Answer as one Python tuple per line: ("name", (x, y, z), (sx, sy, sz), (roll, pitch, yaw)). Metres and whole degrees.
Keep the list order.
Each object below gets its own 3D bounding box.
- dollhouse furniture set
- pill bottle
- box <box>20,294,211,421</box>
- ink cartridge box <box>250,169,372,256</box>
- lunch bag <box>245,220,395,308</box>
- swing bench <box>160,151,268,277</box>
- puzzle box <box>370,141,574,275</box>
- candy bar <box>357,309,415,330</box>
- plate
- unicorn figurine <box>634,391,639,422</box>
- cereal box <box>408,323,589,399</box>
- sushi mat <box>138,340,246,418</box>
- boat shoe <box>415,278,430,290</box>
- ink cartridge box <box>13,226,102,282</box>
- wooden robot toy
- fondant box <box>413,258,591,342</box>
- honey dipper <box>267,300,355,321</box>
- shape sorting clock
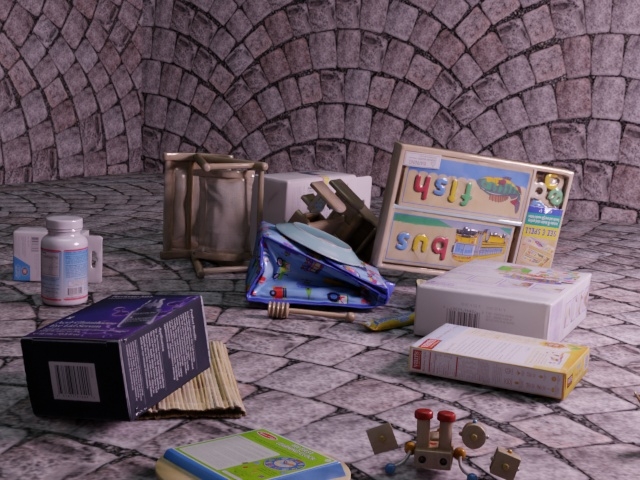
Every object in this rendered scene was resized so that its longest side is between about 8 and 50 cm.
("dollhouse furniture set", (0.037, -0.007, 2.095), (0.161, 0.212, 0.242), (48, 30, 19))
("pill bottle", (-0.480, 0.037, 1.760), (0.087, 0.160, 0.087), (3, 10, -1))
("box", (-0.262, 0.148, 1.235), (0.153, 0.108, 0.207), (-1, 12, 22))
("ink cartridge box", (-0.020, -0.066, 2.350), (0.119, 0.207, 0.353), (11, 12, 36))
("lunch bag", (0.005, 0.072, 1.880), (0.293, 0.138, 0.221), (14, 7, -7))
("swing bench", (-0.249, -0.065, 2.149), (0.165, 0.253, 0.254), (-3, 12, -30))
("puzzle box", (0.327, -0.049, 2.025), (0.409, 0.272, 0.052), (7, 14, -16))
("candy bar", (0.135, 0.146, 1.707), (0.161, 0.018, 0.040), (-8, 14, -43))
("plate", (0.000, 0.000, 1.862), (0.188, 0.024, 0.188), (25, 7, -3))
("unicorn figurine", (0.461, 0.245, 1.123), (0.162, 0.060, 0.111), (17, 6, -13))
("cereal box", (0.275, 0.182, 1.444), (0.240, 0.047, 0.173), (7, 10, 27))
("sushi mat", (-0.197, 0.193, 1.345), (0.151, 0.019, 0.316), (0, 10, -11))
("boat shoe", (0.215, 0.101, 1.899), (0.045, 0.050, 0.135), (-2, 9, 6))
("ink cartridge box", (-0.539, 0.031, 1.949), (0.181, 0.104, 0.061), (3, 10, -3))
("wooden robot toy", (0.142, 0.230, 1.078), (0.173, 0.076, 0.079), (5, -1, 10))
("fondant box", (0.342, 0.114, 1.727), (0.238, 0.096, 0.330), (7, 12, 27))
("honey dipper", (-0.016, 0.132, 1.720), (0.160, 0.030, 0.030), (5, 10, 0))
("shape sorting clock", (-0.071, 0.246, 0.994), (0.206, 0.040, 0.206), (0, 6, 0))
